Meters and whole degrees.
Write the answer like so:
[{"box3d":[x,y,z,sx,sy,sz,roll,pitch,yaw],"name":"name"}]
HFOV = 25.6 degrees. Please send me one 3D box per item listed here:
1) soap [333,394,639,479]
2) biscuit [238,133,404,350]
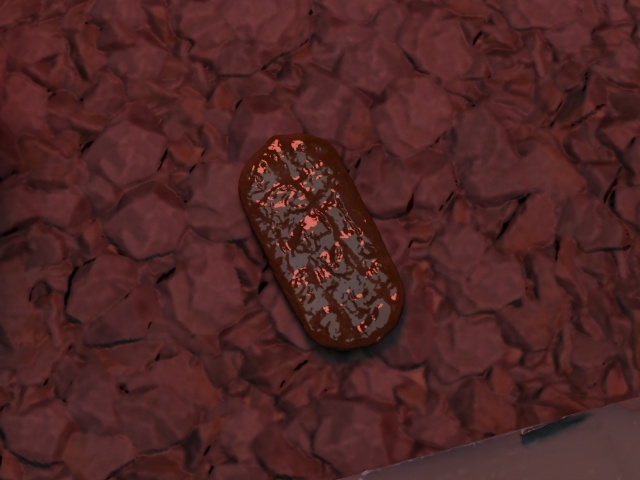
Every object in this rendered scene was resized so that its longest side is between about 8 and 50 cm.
[{"box3d":[0.086,0.158,0.780,0.231,0.145,0.091,-16,78,-6],"name":"soap"},{"box3d":[0.000,0.000,0.878,0.071,0.018,0.147,-25,78,-7],"name":"biscuit"}]
